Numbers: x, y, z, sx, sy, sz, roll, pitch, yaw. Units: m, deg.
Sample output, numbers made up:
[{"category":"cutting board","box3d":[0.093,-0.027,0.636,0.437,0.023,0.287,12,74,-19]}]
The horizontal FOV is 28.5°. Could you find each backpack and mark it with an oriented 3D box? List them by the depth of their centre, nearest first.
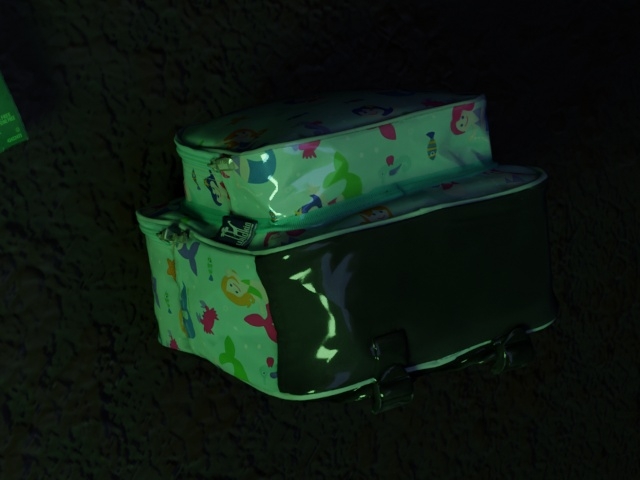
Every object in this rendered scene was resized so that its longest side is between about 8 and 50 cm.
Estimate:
[{"category":"backpack","box3d":[0.000,0.000,0.830,0.225,0.253,0.191,-15,97,-30]}]

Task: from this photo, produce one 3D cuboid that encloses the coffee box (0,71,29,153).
[{"category":"coffee box","box3d":[-0.265,-0.124,0.767,0.113,0.040,0.184,-31,109,-30]}]
